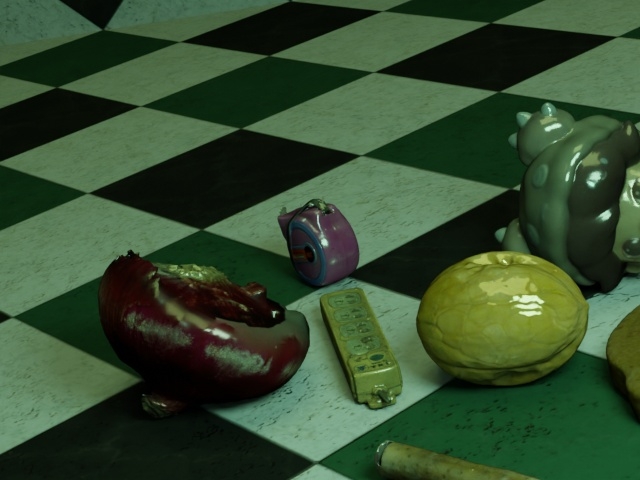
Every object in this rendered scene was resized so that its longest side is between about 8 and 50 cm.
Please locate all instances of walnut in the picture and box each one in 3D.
[{"bbox_3d":[0.215,0.092,1.701,0.206,0.159,0.159,-7,22,21],"label":"walnut"}]

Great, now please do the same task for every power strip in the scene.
[{"bbox_3d":[0.050,0.129,1.824,0.064,0.044,0.305,-12,23,-5],"label":"power strip"}]

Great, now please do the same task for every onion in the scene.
[{"bbox_3d":[-0.153,0.130,1.781,0.272,0.195,0.272,22,5,-2],"label":"onion"}]

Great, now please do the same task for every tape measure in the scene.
[{"bbox_3d":[0.000,0.000,2.047,0.074,0.125,0.118,-25,10,-28],"label":"tape measure"}]

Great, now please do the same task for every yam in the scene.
[{"bbox_3d":[0.167,0.251,1.478,0.264,0.046,0.046,10,30,40],"label":"yam"}]

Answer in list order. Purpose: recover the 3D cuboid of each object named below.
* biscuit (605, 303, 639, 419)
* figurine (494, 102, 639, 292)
[{"bbox_3d":[0.519,0.120,1.617,0.381,0.074,0.359,7,30,43],"label":"biscuit"},{"bbox_3d":[0.421,-0.043,1.865,0.380,0.248,0.203,8,21,11],"label":"figurine"}]
